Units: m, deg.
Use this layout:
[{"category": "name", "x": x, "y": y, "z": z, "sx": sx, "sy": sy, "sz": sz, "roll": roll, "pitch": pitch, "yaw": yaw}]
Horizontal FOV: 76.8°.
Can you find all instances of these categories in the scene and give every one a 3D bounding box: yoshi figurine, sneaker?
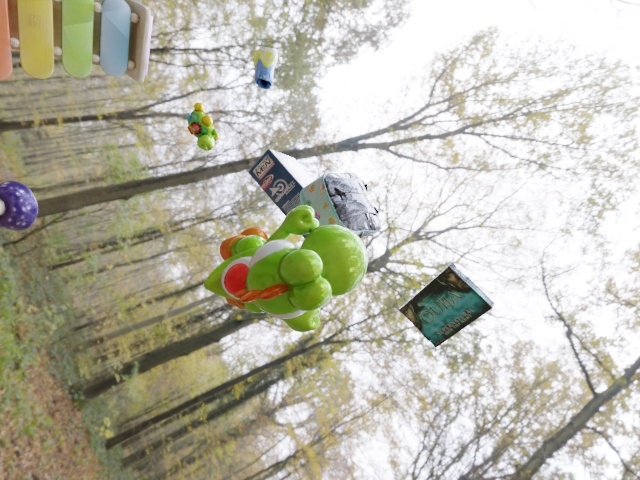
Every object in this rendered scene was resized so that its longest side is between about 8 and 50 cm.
[{"category": "yoshi figurine", "x": -0.047, "y": 0.048, "z": 0.688, "sx": 0.204, "sy": 0.202, "sz": 0.362, "roll": 37, "pitch": -16, "yaw": -22}, {"category": "sneaker", "x": -0.205, "y": -0.599, "z": 1.421, "sx": 0.240, "sy": 0.091, "sz": 0.126, "roll": -115, "pitch": -142, "yaw": -72}]

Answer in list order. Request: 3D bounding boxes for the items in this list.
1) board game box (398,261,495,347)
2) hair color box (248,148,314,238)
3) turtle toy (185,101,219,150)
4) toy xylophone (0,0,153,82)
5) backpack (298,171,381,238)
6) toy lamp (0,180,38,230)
[{"category": "board game box", "x": 0.281, "y": 0.151, "z": 0.922, "sx": 0.126, "sy": 0.026, "sz": 0.186, "roll": 45, "pitch": -51, "yaw": 11}, {"category": "hair color box", "x": -0.048, "y": -0.119, "z": 1.252, "sx": 0.105, "sy": 0.174, "sz": 0.347, "roll": -45, "pitch": -104, "yaw": 17}, {"category": "turtle toy", "x": -0.315, "y": -0.297, "z": 1.079, "sx": 0.130, "sy": 0.066, "sz": 0.095, "roll": 57, "pitch": -10, "yaw": 19}, {"category": "toy xylophone", "x": -0.411, "y": -0.346, "z": 0.566, "sx": 0.081, "sy": 0.323, "sz": 0.236, "roll": 47, "pitch": -43, "yaw": 43}, {"category": "backpack", "x": 0.033, "y": -0.069, "z": 0.921, "sx": 0.145, "sy": 0.188, "sz": 0.165, "roll": -23, "pitch": -97, "yaw": 25}, {"category": "toy lamp", "x": -0.445, "y": -0.031, "z": 0.432, "sx": 0.274, "sy": 0.080, "sz": 0.080, "roll": -60, "pitch": 135, "yaw": -80}]
